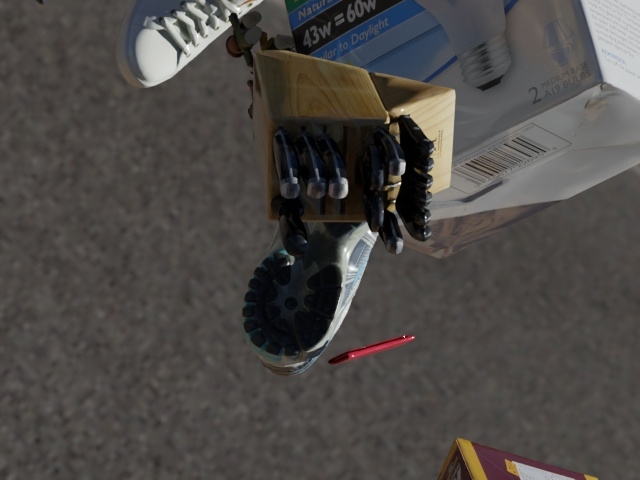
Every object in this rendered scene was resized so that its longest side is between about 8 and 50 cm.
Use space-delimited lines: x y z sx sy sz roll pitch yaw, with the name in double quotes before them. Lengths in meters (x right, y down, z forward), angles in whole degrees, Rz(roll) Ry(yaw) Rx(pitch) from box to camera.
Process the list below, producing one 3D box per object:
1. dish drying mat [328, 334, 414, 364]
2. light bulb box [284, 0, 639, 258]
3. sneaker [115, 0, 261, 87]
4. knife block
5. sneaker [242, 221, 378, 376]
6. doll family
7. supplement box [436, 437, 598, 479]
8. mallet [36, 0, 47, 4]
"dish drying mat" 0.046 0.099 1.652 0.083 0.032 0.008 -13 79 -41
"light bulb box" 0.176 -0.225 2.015 0.225 0.358 0.361 21 49 -51
"sneaker" -0.146 -0.310 2.305 0.123 0.290 0.106 -1 -45 52
"knife block" -0.015 -0.069 1.444 0.276 0.088 0.242 18 25 36
"sneaker" 0.000 0.000 1.723 0.110 0.283 0.122 23 -22 9
"doll family" -0.054 -0.171 2.064 0.111 0.076 0.193 149 -69 -70
"supplement box" 0.237 0.350 2.116 0.194 0.129 0.191 17 18 -14
"mallet" -0.151 -0.252 1.342 0.062 0.190 0.039 54 -16 -14
